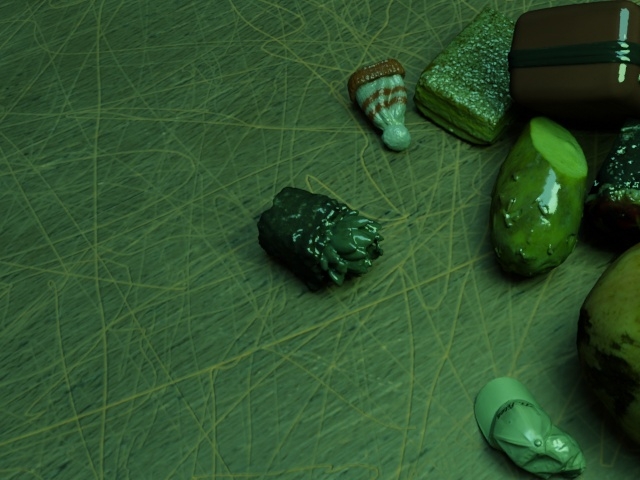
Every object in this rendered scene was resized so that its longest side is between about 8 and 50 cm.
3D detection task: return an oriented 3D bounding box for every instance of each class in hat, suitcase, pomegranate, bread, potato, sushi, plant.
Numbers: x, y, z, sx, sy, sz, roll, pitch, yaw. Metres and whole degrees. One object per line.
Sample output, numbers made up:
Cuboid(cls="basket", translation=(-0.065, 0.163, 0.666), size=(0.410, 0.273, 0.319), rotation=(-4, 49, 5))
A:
Cuboid(cls="hat", translation=(0.122, -0.240, 1.525), size=(0.112, 0.093, 0.162), rotation=(-21, 64, 2))
Cuboid(cls="suitcase", translation=(0.468, -0.282, 1.388), size=(0.236, 0.297, 0.161), rotation=(5, 90, 42))
Cuboid(cls="pomegranate", translation=(0.513, 0.147, 1.146), size=(0.322, 0.322, 0.322), rotation=(-1, 57, 1))
Cuboid(cls="hat", translation=(0.300, 0.264, 1.202), size=(0.122, 0.081, 0.166), rotation=(-13, 48, -9))
Cuboid(cls="bread", translation=(0.305, -0.299, 1.546), size=(0.184, 0.110, 0.234), rotation=(37, 67, 19))
Cuboid(cls="potato", translation=(0.352, -0.081, 1.359), size=(0.141, 0.176, 0.298), rotation=(22, 59, -19))
Cuboid(cls="sushi", translation=(0.545, -0.059, 1.314), size=(0.227, 0.215, 0.212), rotation=(26, 62, 17))
Cuboid(cls="plant", translation=(0.000, 0.000, 1.350), size=(0.194, 0.129, 0.132), rotation=(26, 64, 21))
